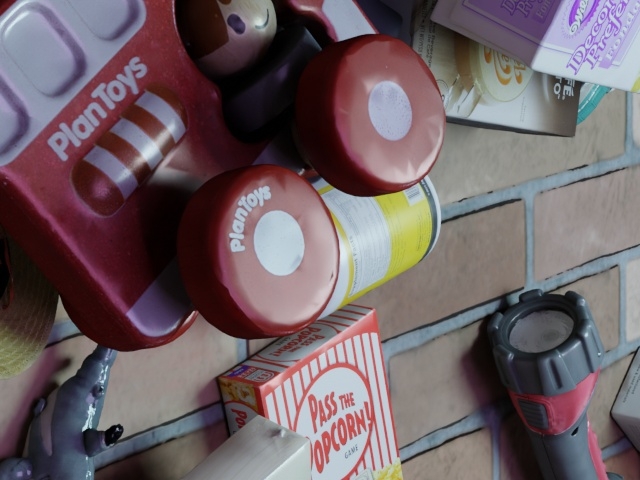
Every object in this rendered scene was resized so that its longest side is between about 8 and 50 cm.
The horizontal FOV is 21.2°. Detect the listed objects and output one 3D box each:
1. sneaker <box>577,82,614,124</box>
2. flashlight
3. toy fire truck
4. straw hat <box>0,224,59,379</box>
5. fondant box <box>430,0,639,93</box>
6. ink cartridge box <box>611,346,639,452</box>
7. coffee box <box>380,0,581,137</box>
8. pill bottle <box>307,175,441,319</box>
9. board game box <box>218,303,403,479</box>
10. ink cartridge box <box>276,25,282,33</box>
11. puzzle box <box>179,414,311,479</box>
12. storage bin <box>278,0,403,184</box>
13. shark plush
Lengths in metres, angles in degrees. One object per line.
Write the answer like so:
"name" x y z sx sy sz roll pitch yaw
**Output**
"sneaker" 0.276 -0.210 1.575 0.121 0.108 0.302 47 60 -39
"flashlight" 0.241 0.184 1.616 0.103 0.103 0.304 -104 172 -52
"toy fire truck" -0.085 -0.088 1.036 0.254 0.169 0.302 53 55 -23
"straw hat" -0.220 0.016 1.046 0.144 0.061 0.144 -4 90 -65
"fondant box" 0.239 -0.237 1.286 0.330 0.096 0.238 1 118 -59
"ink cartridge box" 0.434 0.200 1.750 0.160 0.219 0.092 50 59 -43
"coffee box" 0.113 -0.166 1.389 0.246 0.098 0.141 3 94 -51
"pill bottle" 0.000 0.000 1.278 0.184 0.103 0.103 -27 117 -45
"board game box" -0.002 0.166 1.350 0.147 0.045 0.193 -32 120 -43
"ink cartridge box" -0.113 -0.243 1.128 0.307 0.072 0.303 -46 129 -34
"puzzle box" -0.145 0.332 1.150 0.409 0.052 0.272 -37 138 -42
"storage bin" 0.008 -0.119 1.237 0.098 0.135 0.091 35 34 -4
"shark plush" -0.154 0.132 1.141 0.073 0.067 0.161 47 61 -43
